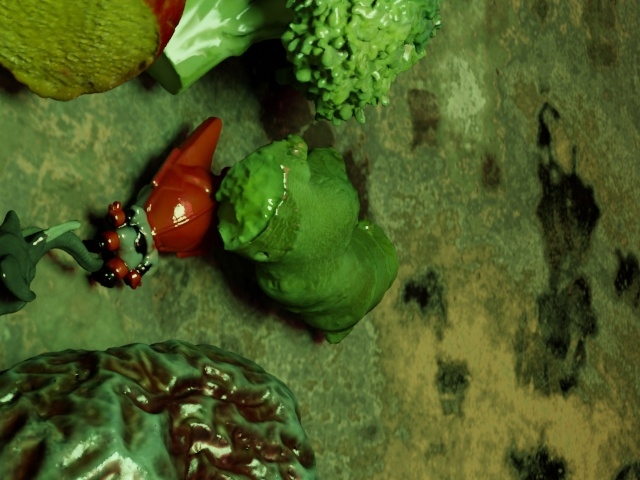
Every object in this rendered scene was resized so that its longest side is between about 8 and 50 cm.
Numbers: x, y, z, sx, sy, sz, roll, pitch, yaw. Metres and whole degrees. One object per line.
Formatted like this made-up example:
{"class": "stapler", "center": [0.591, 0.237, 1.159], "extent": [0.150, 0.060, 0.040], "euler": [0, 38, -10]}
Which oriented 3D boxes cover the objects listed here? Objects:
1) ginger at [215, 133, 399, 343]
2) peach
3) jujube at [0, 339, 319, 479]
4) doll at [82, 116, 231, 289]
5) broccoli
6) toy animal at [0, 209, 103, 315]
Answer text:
{"class": "ginger", "center": [-0.001, -0.001, 1.451], "extent": [0.290, 0.089, 0.137], "euler": [52, 42, -54]}
{"class": "peach", "center": [-0.188, -0.198, 1.211], "extent": [0.190, 0.190, 0.192], "euler": [-9, 96, -49]}
{"class": "jujube", "center": [-0.141, 0.181, 1.222], "extent": [0.317, 0.226, 0.226], "euler": [-10, 95, -52]}
{"class": "doll", "center": [-0.122, -0.020, 1.369], "extent": [0.169, 0.057, 0.109], "euler": [-41, 122, -45]}
{"class": "broccoli", "center": [-0.016, -0.221, 1.370], "extent": [0.288, 0.235, 0.260], "euler": [55, 48, -17]}
{"class": "toy animal", "center": [-0.261, 0.011, 1.192], "extent": [0.269, 0.082, 0.137], "euler": [-35, 117, -49]}
